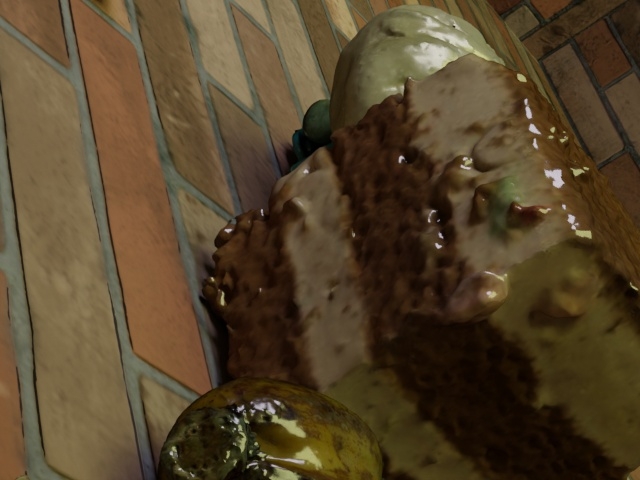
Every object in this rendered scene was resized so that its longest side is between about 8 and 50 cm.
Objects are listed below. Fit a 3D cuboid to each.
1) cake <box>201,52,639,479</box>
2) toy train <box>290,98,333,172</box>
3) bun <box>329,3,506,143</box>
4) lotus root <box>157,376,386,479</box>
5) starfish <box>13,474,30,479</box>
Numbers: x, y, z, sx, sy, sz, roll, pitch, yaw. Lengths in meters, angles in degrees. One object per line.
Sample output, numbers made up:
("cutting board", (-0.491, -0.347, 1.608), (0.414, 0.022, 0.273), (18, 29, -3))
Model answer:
("cake", (0.102, 0.064, 1.056), (0.282, 0.290, 0.255), (47, 21, -38))
("toy train", (0.083, -0.024, 1.435), (0.298, 0.120, 0.194), (36, 32, -48))
("bun", (0.113, -0.089, 1.248), (0.259, 0.160, 0.259), (42, 32, -35))
("lotus root", (-0.023, 0.147, 0.859), (0.209, 0.120, 0.120), (31, 31, -50))
("starfish", (-0.157, 0.158, 0.577), (0.295, 0.048, 0.231), (50, 21, -33))
